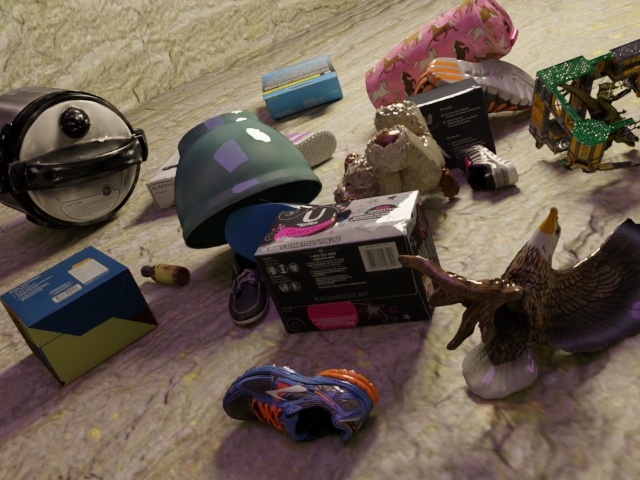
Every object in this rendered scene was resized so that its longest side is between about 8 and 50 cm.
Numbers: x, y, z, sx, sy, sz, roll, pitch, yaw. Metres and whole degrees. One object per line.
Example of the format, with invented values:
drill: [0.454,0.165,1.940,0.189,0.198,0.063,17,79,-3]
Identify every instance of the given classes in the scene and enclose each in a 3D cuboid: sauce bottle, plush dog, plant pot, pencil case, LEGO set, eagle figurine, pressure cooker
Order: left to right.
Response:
pressure cooker: [-0.696,-0.223,1.919,0.421,0.375,0.369,15,71,45]
sauce bottle: [-0.323,0.068,1.483,0.128,0.042,0.042,4,35,38]
plant pot: [-0.169,-0.134,1.437,0.293,0.196,0.293,-24,-10,-5]
plush dog: [0.127,-0.124,1.426,0.225,0.210,0.262,-30,21,25]
pencil case: [0.291,-0.445,1.778,0.167,0.160,0.386,5,-24,-41]
eagle figurine: [0.294,0.057,0.955,0.298,0.225,0.226,-3,55,-41]
LEGO set: [0.552,-0.226,1.355,0.332,0.192,0.255,-27,56,-9]

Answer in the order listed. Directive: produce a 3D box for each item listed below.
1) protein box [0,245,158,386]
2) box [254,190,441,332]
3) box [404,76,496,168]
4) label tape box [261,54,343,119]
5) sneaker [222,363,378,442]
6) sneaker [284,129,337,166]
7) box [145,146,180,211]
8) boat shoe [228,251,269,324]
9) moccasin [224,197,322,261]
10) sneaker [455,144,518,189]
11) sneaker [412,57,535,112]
protein box: [-0.451,0.131,1.339,0.200,0.135,0.201,-34,29,-26]
box: [0.049,0.033,1.147,0.248,0.163,0.142,-9,29,21]
box: [0.277,-0.245,1.541,0.156,0.158,0.093,-16,26,7]
label tape box: [-0.059,-0.481,2.306,0.241,0.105,0.333,-17,26,4]
sneaker: [-0.038,0.218,0.945,0.221,0.083,0.087,-8,33,27]
sneaker: [-0.111,-0.204,1.821,0.282,0.102,0.161,-22,20,-31]
box: [-0.338,-0.194,1.960,0.169,0.087,0.290,-12,26,16]
boat shoe: [-0.138,0.079,1.303,0.075,0.064,0.206,-18,26,4]
moccasin: [0.000,0.000,1.315,0.342,0.137,0.117,7,4,12]
sneaker: [0.309,-0.140,1.420,0.075,0.063,0.170,-22,30,-18]
sneaker: [0.352,-0.326,1.686,0.321,0.180,0.124,5,56,-21]
